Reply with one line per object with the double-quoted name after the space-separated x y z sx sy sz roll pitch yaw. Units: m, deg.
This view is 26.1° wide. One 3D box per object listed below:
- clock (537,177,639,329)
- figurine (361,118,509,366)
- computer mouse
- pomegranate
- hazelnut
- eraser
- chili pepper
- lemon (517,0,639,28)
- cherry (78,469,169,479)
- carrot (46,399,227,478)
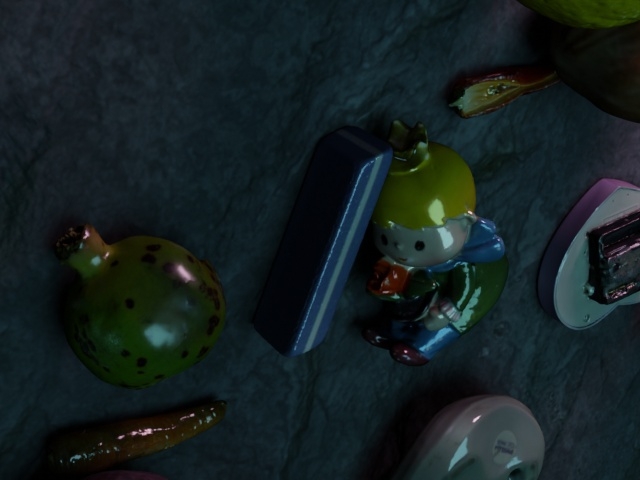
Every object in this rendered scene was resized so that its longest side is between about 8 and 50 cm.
0.345 0.013 1.598 0.198 0.064 0.172 -22 124 -27 "clock"
0.091 0.006 1.384 0.185 0.127 0.234 -41 140 -6 "figurine"
0.131 0.313 1.574 0.197 0.095 0.331 18 109 -38 "computer mouse"
-0.162 0.062 1.222 0.143 0.122 0.169 -30 135 16 "pomegranate"
0.336 -0.217 1.418 0.186 0.210 0.210 -8 120 -64 "hazelnut"
0.000 0.000 1.333 0.036 0.082 0.225 11 104 -37 "eraser"
0.196 -0.162 1.430 0.178 0.027 0.045 -18 125 -27 "chili pepper"
0.234 -0.329 1.231 0.253 0.253 0.310 -48 116 -6 "lemon"
-0.187 0.310 1.281 0.266 0.184 0.213 -18 144 3 "cherry"
-0.171 0.189 1.327 0.191 0.047 0.047 -10 117 -32 "carrot"
